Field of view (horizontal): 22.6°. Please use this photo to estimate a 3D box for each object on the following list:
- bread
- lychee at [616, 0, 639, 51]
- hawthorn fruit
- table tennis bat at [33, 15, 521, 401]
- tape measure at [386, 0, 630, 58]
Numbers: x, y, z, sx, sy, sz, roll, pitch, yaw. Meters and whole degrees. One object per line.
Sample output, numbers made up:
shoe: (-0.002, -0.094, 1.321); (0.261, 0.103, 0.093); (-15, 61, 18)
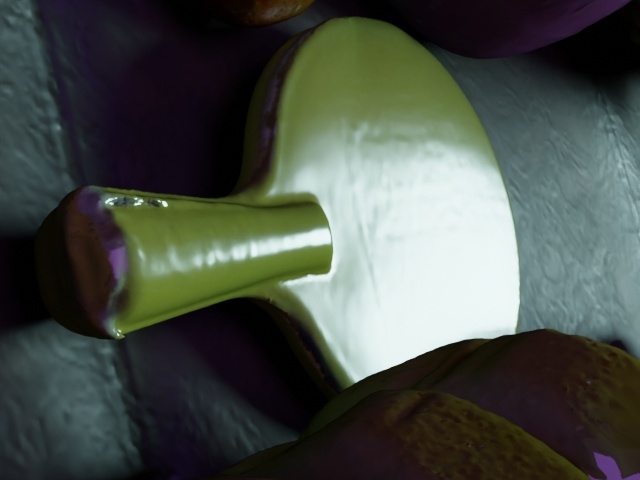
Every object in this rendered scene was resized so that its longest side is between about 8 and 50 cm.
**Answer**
bread: (0.059, 0.196, 0.613); (0.341, 0.210, 0.300); (-14, 83, -48)
lychee: (0.321, -0.226, 1.099); (0.300, 0.300, 0.300); (27, 52, -41)
hawthorn fruit: (-0.034, -0.140, 0.791); (0.077, 0.077, 0.077); (27, 52, -41)
table tennis bat: (0.000, 0.000, 0.780); (0.369, 0.054, 0.224); (-10, 85, -55)
tape measure: (0.098, -0.232, 0.934); (0.245, 0.149, 0.231); (18, 57, -44)
